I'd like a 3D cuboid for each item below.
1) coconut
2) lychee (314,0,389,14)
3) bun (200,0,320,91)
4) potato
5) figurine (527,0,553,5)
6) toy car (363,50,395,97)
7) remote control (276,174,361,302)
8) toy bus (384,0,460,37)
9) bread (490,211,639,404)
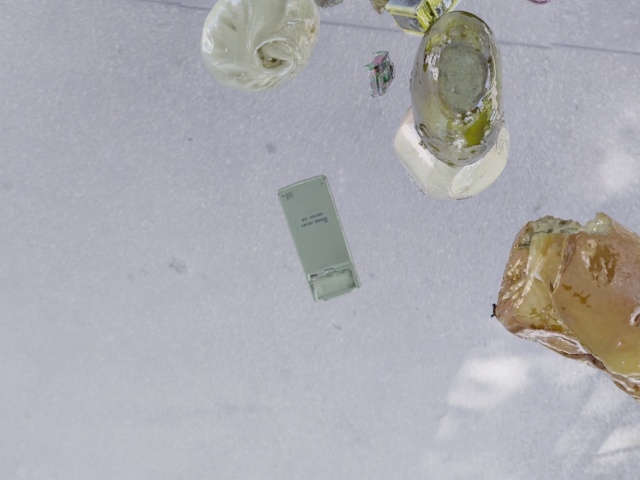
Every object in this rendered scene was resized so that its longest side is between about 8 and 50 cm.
[{"bbox_3d":[0.197,-0.158,0.987,0.170,0.183,0.171,-21,145,-16],"label":"coconut"},{"bbox_3d":[0.028,-0.627,1.326,0.319,0.270,0.270,29,123,-35],"label":"lychee"},{"bbox_3d":[-0.075,-0.277,0.893,0.183,0.102,0.183,-18,149,-11],"label":"bun"},{"bbox_3d":[0.160,-0.174,0.748,0.113,0.251,0.150,-9,74,14],"label":"potato"},{"bbox_3d":[0.377,-0.608,1.072,0.253,0.211,0.361,-44,125,-7],"label":"figurine"},{"bbox_3d":[0.134,-0.361,1.347,0.055,0.142,0.069,-2,124,22],"label":"toy car"},{"bbox_3d":[0.000,0.000,1.415,0.123,0.038,0.286,-20,103,3],"label":"remote control"},{"bbox_3d":[0.194,-0.418,0.954,0.226,0.081,0.074,-53,135,-7],"label":"toy bus"},{"bbox_3d":[0.390,0.094,0.759,0.343,0.195,0.149,29,143,-4],"label":"bread"}]
